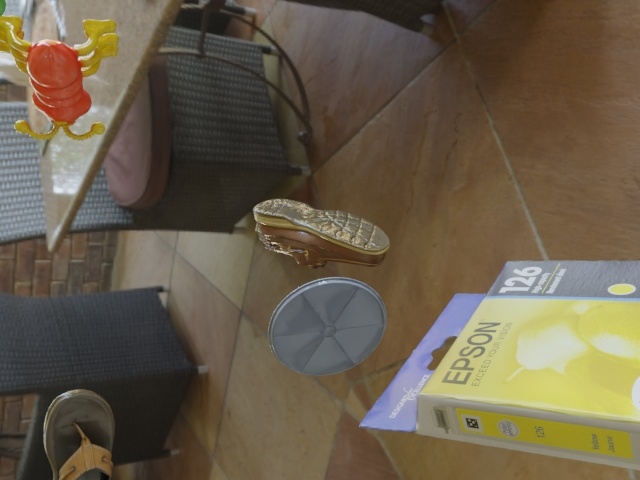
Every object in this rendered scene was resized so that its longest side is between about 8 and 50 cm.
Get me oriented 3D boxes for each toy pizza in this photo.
[{"bbox_3d":[0.012,0.142,0.978,0.032,0.201,0.201,-112,38,-58],"label":"toy pizza"}]

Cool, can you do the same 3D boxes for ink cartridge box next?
[{"bbox_3d":[0.234,0.109,0.647,0.307,0.303,0.072,-1,114,35],"label":"ink cartridge box"}]

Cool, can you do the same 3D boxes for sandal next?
[{"bbox_3d":[-0.308,0.300,0.753,0.060,0.090,0.219,12,94,49],"label":"sandal"}]

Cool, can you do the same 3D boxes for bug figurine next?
[{"bbox_3d":[-0.277,-0.130,0.371,0.216,0.279,0.072,123,142,-68],"label":"bug figurine"}]

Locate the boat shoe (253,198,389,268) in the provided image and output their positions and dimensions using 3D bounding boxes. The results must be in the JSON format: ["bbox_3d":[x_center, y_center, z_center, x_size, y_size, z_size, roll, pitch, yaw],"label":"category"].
[{"bbox_3d":[-0.001,0.000,0.664,0.178,0.064,0.060,17,120,34],"label":"boat shoe"}]
